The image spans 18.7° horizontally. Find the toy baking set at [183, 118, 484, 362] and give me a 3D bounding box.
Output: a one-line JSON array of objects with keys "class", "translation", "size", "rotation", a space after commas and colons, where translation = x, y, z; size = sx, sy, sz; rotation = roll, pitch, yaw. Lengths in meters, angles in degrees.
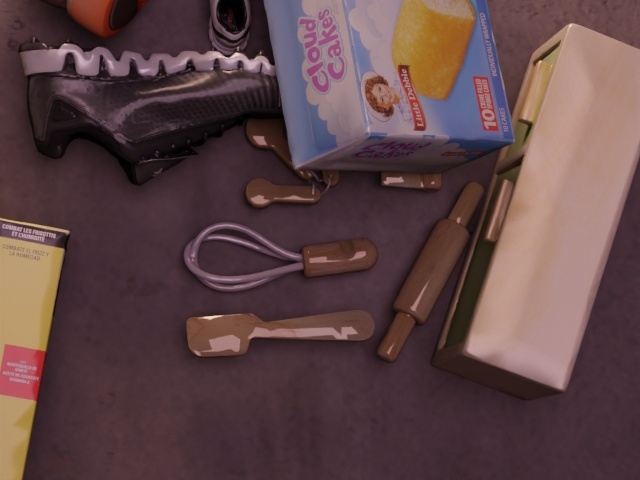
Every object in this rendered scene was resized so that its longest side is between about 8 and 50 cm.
[{"class": "toy baking set", "translation": [0.007, 0.002, 1.493], "size": [0.197, 0.030, 0.256], "rotation": [25, 72, -1]}]

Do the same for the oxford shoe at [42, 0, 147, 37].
[{"class": "oxford shoe", "translation": [-0.122, -0.333, 1.469], "size": [0.133, 0.130, 0.363], "rotation": [29, 72, 7]}]

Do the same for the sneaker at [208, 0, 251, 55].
[{"class": "sneaker", "translation": [-0.069, -0.200, 1.499], "size": [0.040, 0.044, 0.109], "rotation": [-6, 81, -10]}]

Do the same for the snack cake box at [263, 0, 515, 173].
[{"class": "snack cake box", "translation": [0.040, -0.187, 1.453], "size": [0.152, 0.089, 0.264], "rotation": [0, 75, -42]}]

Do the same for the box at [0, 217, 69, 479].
[{"class": "box", "translation": [-0.231, 0.106, 1.400], "size": [0.058, 0.087, 0.232], "rotation": [12, 79, -9]}]

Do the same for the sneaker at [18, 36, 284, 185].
[{"class": "sneaker", "translation": [-0.112, -0.093, 1.461], "size": [0.234, 0.078, 0.106], "rotation": [3, 88, -10]}]

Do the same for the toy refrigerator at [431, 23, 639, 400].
[{"class": "toy refrigerator", "translation": [0.171, -0.021, 1.490], "size": [0.094, 0.102, 0.269], "rotation": [21, 79, -7]}]
